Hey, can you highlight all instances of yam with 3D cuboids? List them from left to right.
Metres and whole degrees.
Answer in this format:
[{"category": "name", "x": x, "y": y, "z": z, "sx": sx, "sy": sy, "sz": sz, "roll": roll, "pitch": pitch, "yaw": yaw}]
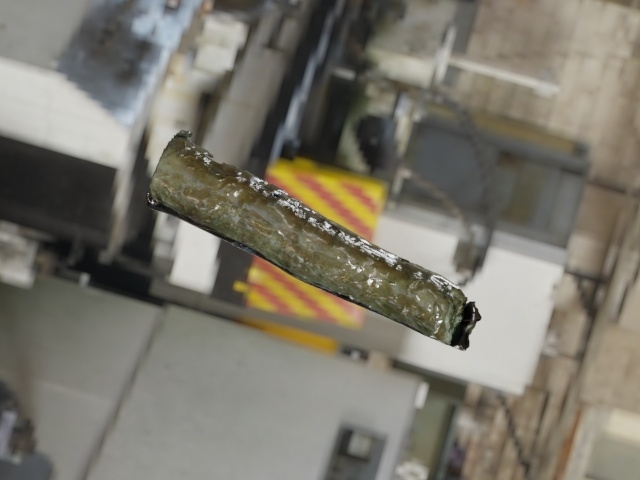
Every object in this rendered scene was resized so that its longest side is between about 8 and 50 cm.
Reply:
[{"category": "yam", "x": 0.000, "y": 0.000, "z": 0.674, "sx": 0.027, "sy": 0.129, "sz": 0.033, "roll": 53, "pitch": 62, "yaw": -84}]
